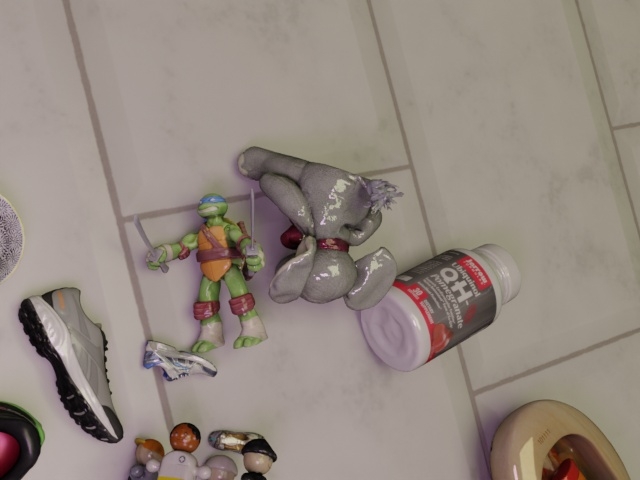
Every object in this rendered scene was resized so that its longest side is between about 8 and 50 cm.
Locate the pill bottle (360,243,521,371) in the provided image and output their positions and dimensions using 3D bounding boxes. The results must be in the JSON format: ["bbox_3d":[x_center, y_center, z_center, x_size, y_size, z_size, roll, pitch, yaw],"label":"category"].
[{"bbox_3d":[0.249,0.120,1.811,0.318,0.176,0.176,-24,94,-33],"label":"pill bottle"}]

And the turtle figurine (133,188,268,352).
[{"bbox_3d":[-0.192,0.057,1.530,0.197,0.274,0.266,-11,93,-9],"label":"turtle figurine"}]

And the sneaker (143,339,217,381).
[{"bbox_3d":[-0.244,0.217,1.564,0.135,0.052,0.058,22,79,-19],"label":"sneaker"}]

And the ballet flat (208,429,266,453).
[{"bbox_3d":[-0.140,0.357,1.600,0.114,0.041,0.041,12,74,-30],"label":"ballet flat"}]

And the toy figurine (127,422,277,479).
[{"bbox_3d":[-0.196,0.384,1.461,0.209,0.213,0.148,24,58,-23],"label":"toy figurine"}]

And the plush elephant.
[{"bbox_3d":[0.000,0.000,1.644,0.271,0.330,0.256,20,89,-35],"label":"plush elephant"}]

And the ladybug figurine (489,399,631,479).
[{"bbox_3d":[0.501,0.534,1.893,0.305,0.162,0.449,-40,101,-32],"label":"ladybug figurine"}]

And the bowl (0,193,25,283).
[{"bbox_3d":[-0.548,0.003,1.392,0.170,0.080,0.170,7,76,-31],"label":"bowl"}]

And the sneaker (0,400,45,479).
[{"bbox_3d":[-0.602,0.337,1.217,0.482,0.202,0.185,-25,93,-33],"label":"sneaker"}]

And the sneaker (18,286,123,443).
[{"bbox_3d":[-0.375,0.198,1.453,0.108,0.100,0.272,-27,95,-38],"label":"sneaker"}]
